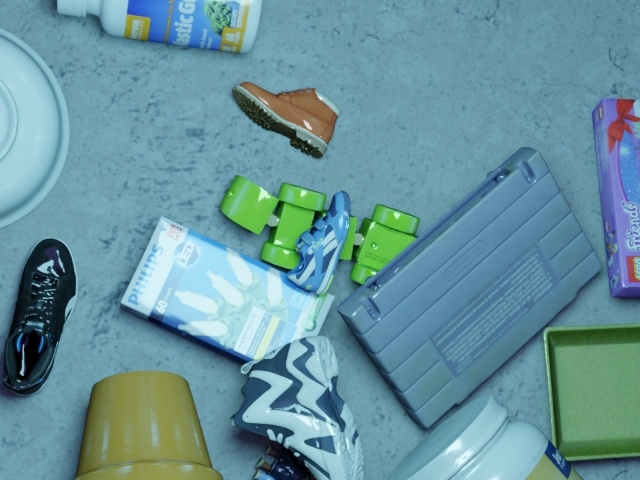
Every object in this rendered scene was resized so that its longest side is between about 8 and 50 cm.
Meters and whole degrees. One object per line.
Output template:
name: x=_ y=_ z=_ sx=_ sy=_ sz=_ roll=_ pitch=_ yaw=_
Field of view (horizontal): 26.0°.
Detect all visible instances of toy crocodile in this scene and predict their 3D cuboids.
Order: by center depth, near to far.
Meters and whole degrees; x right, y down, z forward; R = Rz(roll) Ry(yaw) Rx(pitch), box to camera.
toy crocodile: x=0.027 y=-0.007 z=1.923 sx=0.340 sy=0.105 sz=0.115 roll=15 pitch=96 yaw=-10

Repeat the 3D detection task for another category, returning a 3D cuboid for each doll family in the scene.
doll family: x=-0.019 y=0.308 z=1.878 sx=0.111 sy=0.076 sz=0.193 roll=35 pitch=82 yaw=-7

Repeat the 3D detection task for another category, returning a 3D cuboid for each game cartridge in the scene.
game cartridge: x=0.213 y=0.067 z=1.914 sx=0.355 sy=0.068 sz=0.230 roll=-40 pitch=121 yaw=-13

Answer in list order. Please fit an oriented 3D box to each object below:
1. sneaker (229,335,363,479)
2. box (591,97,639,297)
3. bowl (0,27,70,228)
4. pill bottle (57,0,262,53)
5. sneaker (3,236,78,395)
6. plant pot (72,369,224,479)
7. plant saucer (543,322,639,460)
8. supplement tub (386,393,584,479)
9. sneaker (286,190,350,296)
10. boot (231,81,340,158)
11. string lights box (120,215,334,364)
sneaker: x=-0.039 y=0.251 z=1.814 sx=0.153 sy=0.094 sz=0.235 roll=-13 pitch=97 yaw=20
box: x=0.509 y=-0.062 z=2.006 sx=0.200 sy=0.057 sz=0.293 roll=2 pitch=71 yaw=-9
bowl: x=-0.472 y=-0.154 z=1.815 sx=0.297 sy=0.134 sz=0.298 roll=0 pitch=89 yaw=-16
pill bottle: x=-0.219 y=-0.347 z=1.903 sx=0.272 sy=0.152 sz=0.152 roll=6 pitch=80 yaw=-9
sneaker: x=-0.365 y=0.096 z=1.824 sx=0.079 sy=0.121 sz=0.217 roll=11 pitch=79 yaw=-9
plant pot: x=-0.229 y=0.277 z=1.793 sx=0.205 sy=0.205 sz=0.188 roll=-2 pitch=65 yaw=-10
plant saucer: x=0.407 y=0.215 z=1.975 sx=0.188 sy=0.045 sz=0.188 roll=-2 pitch=82 yaw=-10
supplement tub: x=0.257 y=0.382 z=1.829 sx=0.228 sy=0.228 sz=0.316 roll=-41 pitch=90 yaw=-13
sneaker: x=0.000 y=0.000 z=1.839 sx=0.059 sy=0.053 sz=0.144 roll=18 pitch=94 yaw=-8
boot: x=-0.047 y=-0.191 z=1.960 sx=0.158 sy=0.059 sz=0.085 roll=31 pitch=74 yaw=-12
string lights box: x=-0.128 y=0.084 z=1.888 sx=0.259 sy=0.077 sz=0.133 roll=25 pitch=80 yaw=-5
